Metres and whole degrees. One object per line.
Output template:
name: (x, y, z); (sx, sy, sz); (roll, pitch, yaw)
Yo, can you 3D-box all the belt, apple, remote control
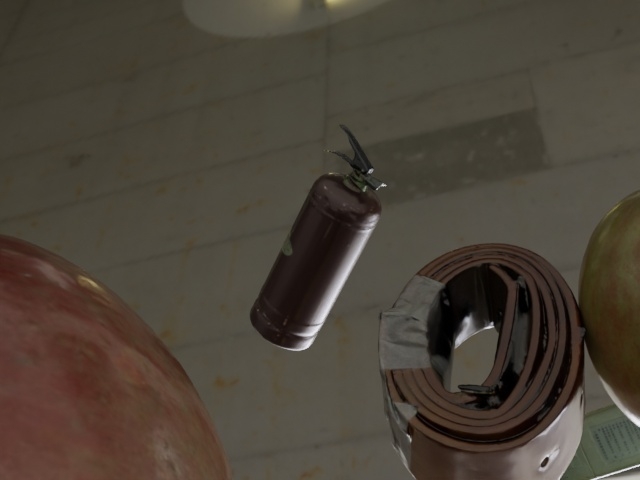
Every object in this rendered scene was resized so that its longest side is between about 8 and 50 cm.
belt: (0.145, 0.111, 0.867); (0.184, 0.105, 0.261); (3, -140, 18)
apple: (-0.172, 0.168, 0.482); (0.345, 0.269, 0.345); (-42, -151, 30)
remote control: (0.448, 0.295, 1.445); (0.233, 0.098, 0.038); (-26, 176, 25)
apple: (0.360, 0.058, 0.846); (0.256, 0.257, 0.234); (-8, -96, 18)

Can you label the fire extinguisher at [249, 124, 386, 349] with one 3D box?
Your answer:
fire extinguisher: (0.000, 0.000, 1.460); (0.135, 0.337, 0.114); (42, -150, 25)
